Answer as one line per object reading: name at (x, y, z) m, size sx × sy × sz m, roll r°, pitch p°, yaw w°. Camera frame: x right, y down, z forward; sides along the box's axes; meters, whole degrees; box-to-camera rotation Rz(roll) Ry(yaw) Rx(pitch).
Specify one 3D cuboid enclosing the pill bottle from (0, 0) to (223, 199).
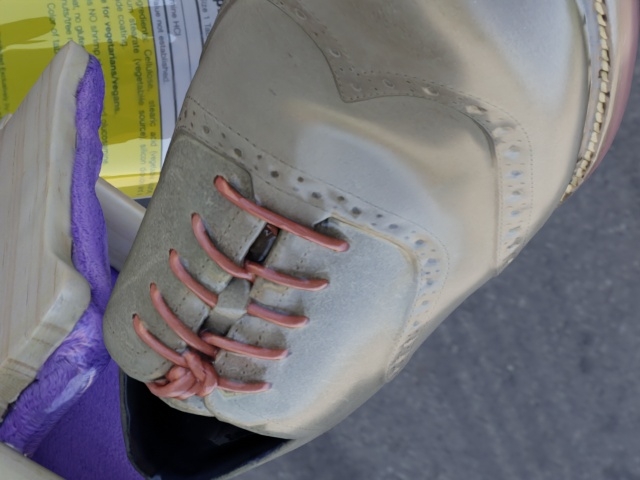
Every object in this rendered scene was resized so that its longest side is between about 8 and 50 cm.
pill bottle at (-0.126, -0.121, 1.028) m, size 0.334 × 0.188 × 0.188 m, roll -8°, pitch 111°, yaw -14°

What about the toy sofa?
toy sofa at (-0.112, 0.058, 0.734) m, size 0.150 × 0.362 × 0.177 m, roll 37°, pitch 103°, yaw -21°

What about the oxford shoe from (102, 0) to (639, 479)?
oxford shoe at (0.000, 0.000, 0.493) m, size 0.130 × 0.123 × 0.348 m, roll -54°, pitch 171°, yaw -26°
